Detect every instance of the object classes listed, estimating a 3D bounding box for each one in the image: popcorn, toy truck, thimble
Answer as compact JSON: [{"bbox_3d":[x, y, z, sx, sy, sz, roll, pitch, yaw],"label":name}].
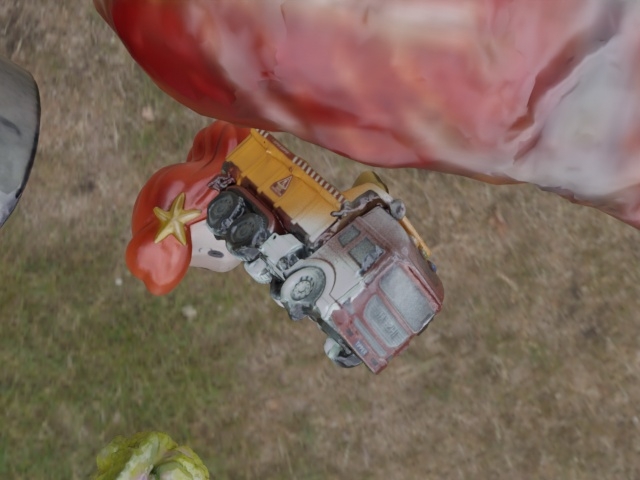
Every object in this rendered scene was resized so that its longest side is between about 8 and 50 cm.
[{"bbox_3d":[-0.159,0.243,1.186,0.126,0.145,0.126,-6,151,23],"label":"popcorn"},{"bbox_3d":[0.000,0.000,1.189,0.135,0.270,0.114,-43,131,-3],"label":"toy truck"},{"bbox_3d":[0.078,-0.167,0.525,0.350,0.350,0.230,4,113,-11],"label":"thimble"}]

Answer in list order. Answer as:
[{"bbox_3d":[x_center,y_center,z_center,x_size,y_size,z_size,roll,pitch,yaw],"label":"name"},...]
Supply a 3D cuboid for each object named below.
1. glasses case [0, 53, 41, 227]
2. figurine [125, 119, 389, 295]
[{"bbox_3d":[-0.254,-0.105,0.549,0.299,0.114,0.060,32,120,-34],"label":"glasses case"},{"bbox_3d":[-0.075,-0.032,1.432,0.257,0.181,0.208,12,99,-19],"label":"figurine"}]
